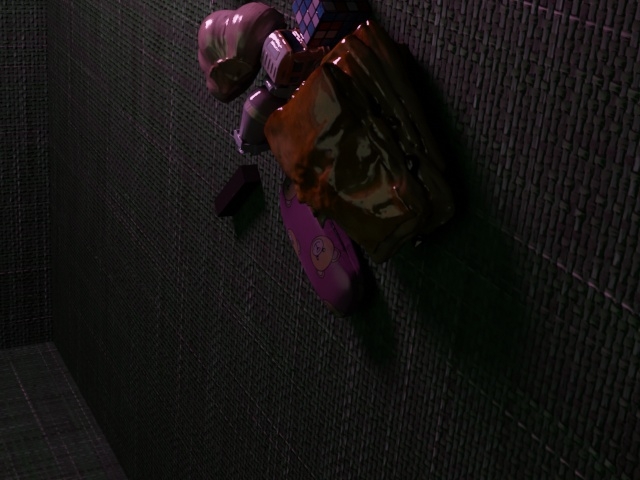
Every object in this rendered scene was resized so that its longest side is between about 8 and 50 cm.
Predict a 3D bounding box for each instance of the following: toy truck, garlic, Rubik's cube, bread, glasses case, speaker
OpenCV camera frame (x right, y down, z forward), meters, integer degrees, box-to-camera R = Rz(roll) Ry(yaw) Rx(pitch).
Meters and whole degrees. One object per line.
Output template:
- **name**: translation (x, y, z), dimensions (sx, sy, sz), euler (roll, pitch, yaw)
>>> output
- **toy truck**: translation (-0.074, -0.271, 1.900), dimensions (0.108, 0.140, 0.257), euler (60, 145, 38)
- **garlic**: translation (-0.164, -0.378, 1.967), dimensions (0.142, 0.178, 0.229), euler (34, 136, 2)
- **Rubik's cube**: translation (0.017, -0.396, 1.745), dimensions (0.092, 0.092, 0.092), euler (-56, 48, 53)
- **bread**: translation (0.046, -0.139, 1.650), dimensions (0.314, 0.191, 0.370), euler (-41, 61, 57)
- **glasses case**: translation (0.000, 0.000, 1.892), dimensions (0.316, 0.075, 0.123), euler (64, 148, 33)
- **speaker**: translation (-0.188, -0.110, 2.269), dimensions (0.191, 0.040, 0.046), euler (-43, 56, 58)
